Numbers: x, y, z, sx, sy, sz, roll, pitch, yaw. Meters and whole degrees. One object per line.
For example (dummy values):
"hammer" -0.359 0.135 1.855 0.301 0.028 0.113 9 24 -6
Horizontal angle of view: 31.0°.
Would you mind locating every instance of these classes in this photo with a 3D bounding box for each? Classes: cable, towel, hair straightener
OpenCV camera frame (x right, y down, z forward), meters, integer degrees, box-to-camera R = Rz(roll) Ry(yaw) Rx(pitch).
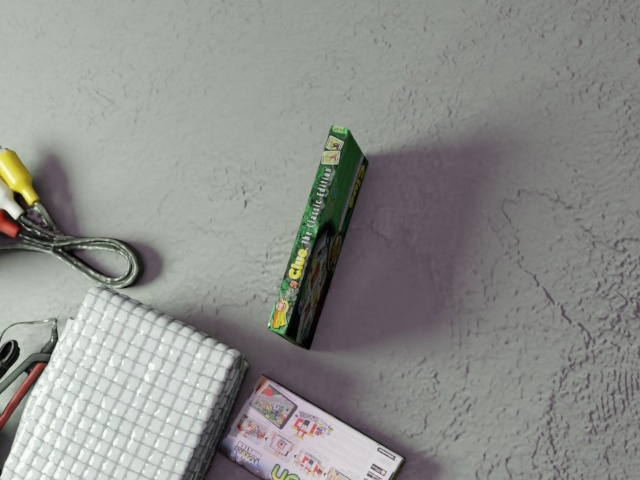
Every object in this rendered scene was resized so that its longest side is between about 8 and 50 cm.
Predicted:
"cable" -0.376 -0.007 1.535 0.287 0.072 0.139 36 91 16
"towel" -0.238 0.222 1.432 0.235 0.121 0.283 21 83 17
"hair straightener" -0.421 0.185 1.481 0.089 0.047 0.230 38 72 -9

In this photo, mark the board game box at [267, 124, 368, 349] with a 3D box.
"board game box" 0.000 0.000 1.426 0.030 0.136 0.259 14 79 17

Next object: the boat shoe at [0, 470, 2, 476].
"boat shoe" -0.400 0.391 1.442 0.073 0.080 0.223 -24 78 -1

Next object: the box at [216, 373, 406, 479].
"box" -0.012 0.264 1.417 0.207 0.036 0.114 29 84 16
